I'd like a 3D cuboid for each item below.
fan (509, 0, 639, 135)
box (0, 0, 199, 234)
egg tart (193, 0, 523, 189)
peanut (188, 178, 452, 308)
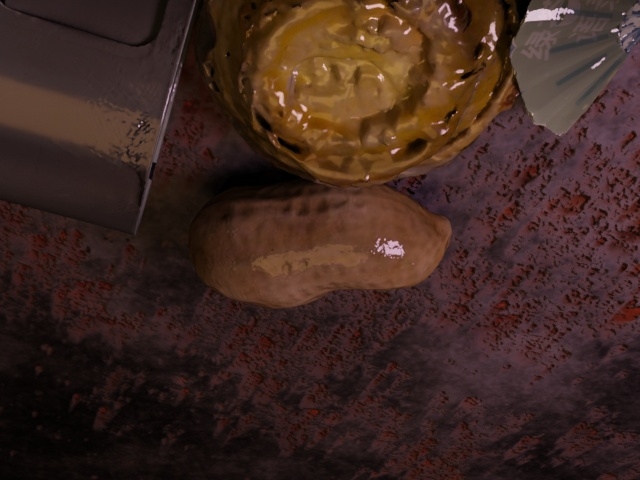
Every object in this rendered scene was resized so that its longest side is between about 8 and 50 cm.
[{"bbox_3d":[0.214,-0.174,0.739,0.131,0.009,0.240,-2,135,-20],"label":"fan"},{"bbox_3d":[-0.181,-0.130,0.710,0.149,0.226,0.226,15,139,-11],"label":"box"},{"bbox_3d":[0.028,-0.140,0.771,0.279,0.095,0.279,3,134,3],"label":"egg tart"},{"bbox_3d":[0.000,0.000,0.929,0.253,0.122,0.137,-7,148,9],"label":"peanut"}]
